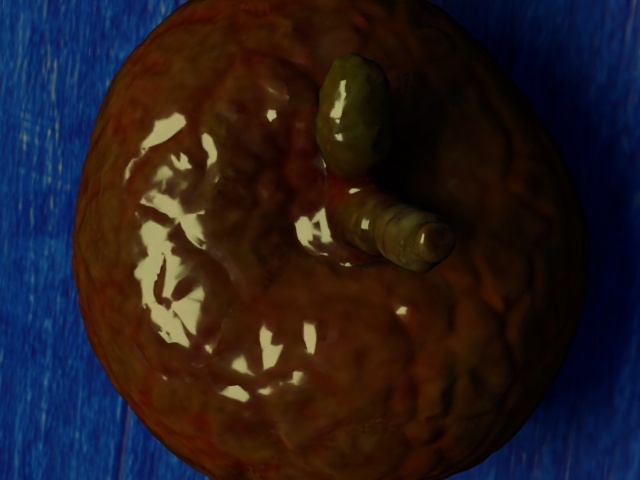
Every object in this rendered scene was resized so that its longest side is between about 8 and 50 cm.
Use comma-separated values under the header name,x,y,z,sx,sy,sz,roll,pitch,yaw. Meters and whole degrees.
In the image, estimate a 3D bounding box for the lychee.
name,x,y,z,sx,sy,sz,roll,pitch,yaw
lychee,0.000,0.000,0.900,0.300,0.255,0.255,78,-177,-83
